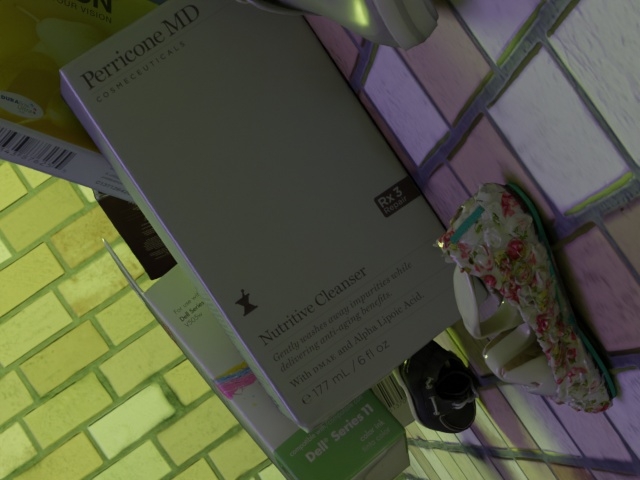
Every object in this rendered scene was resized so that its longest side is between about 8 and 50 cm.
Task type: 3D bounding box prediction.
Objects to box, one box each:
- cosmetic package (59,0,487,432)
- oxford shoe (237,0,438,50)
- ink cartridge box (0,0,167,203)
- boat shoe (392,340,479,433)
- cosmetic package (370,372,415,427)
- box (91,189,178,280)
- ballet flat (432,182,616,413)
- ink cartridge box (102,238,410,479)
[{"bbox_3d":[-0.048,-0.046,1.465,0.385,0.217,0.156,54,172,-5],"label":"cosmetic package"},{"bbox_3d":[-0.062,-0.220,1.069,0.449,0.130,0.169,46,167,50],"label":"oxford shoe"},{"bbox_3d":[-0.212,-0.188,1.625,0.303,0.072,0.307,18,-125,-31],"label":"ink cartridge box"},{"bbox_3d":[0.141,0.170,1.793,0.065,0.075,0.206,22,161,34],"label":"boat shoe"},{"bbox_3d":[0.024,0.153,2.231,0.129,0.153,0.296,61,170,-32],"label":"cosmetic package"},{"bbox_3d":[-0.203,-0.102,1.892,0.381,0.143,0.191,72,174,-74],"label":"box"},{"bbox_3d":[0.143,0.055,1.162,0.091,0.077,0.241,46,169,52],"label":"ballet flat"},{"bbox_3d":[-0.063,0.119,1.666,0.353,0.119,0.207,49,172,16],"label":"ink cartridge box"}]
